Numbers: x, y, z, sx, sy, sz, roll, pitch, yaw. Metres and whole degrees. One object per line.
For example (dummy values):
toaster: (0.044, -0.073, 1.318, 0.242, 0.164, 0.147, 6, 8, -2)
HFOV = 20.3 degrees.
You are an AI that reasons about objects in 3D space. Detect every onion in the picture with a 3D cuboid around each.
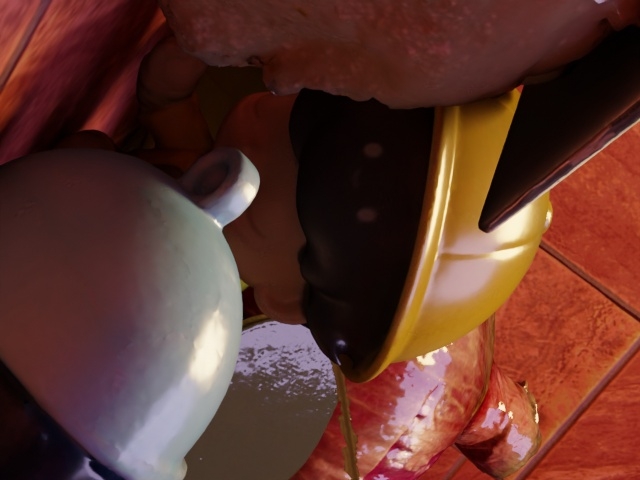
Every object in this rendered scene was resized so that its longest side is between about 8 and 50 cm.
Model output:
onion: (0.026, 0.084, 1.416, 0.348, 0.385, 0.348, -40, -148, 32)

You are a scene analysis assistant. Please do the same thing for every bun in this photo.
bun: (0.078, -0.173, 0.743, 0.281, 0.204, 0.281, -55, 177, -4)

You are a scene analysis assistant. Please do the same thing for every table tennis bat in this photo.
table tennis bat: (-0.061, 0.151, 1.202, 0.138, 0.022, 0.247, 2, 122, -36)

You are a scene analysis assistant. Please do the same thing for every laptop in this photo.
laptop: (0.156, -0.112, 0.798, 0.187, 0.015, 0.269, -40, -168, 28)

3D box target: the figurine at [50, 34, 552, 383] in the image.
figurine: (-0.013, -0.020, 0.902, 0.167, 0.256, 0.192, 45, 41, -67)

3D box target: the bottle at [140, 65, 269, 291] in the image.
bottle: (-0.053, -0.042, 1.063, 0.260, 0.112, 0.112, -60, 174, 35)

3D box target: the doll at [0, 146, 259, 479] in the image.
doll: (-0.142, 0.076, 0.749, 0.314, 0.141, 0.177, -45, -142, 3)

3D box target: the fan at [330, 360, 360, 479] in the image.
fan: (0.001, 0.000, 1.097, 0.009, 0.329, 0.190, -3, 168, -37)

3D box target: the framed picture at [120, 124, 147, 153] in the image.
framed picture: (-0.146, -0.003, 1.203, 0.216, 0.016, 0.273, -53, 178, -27)
